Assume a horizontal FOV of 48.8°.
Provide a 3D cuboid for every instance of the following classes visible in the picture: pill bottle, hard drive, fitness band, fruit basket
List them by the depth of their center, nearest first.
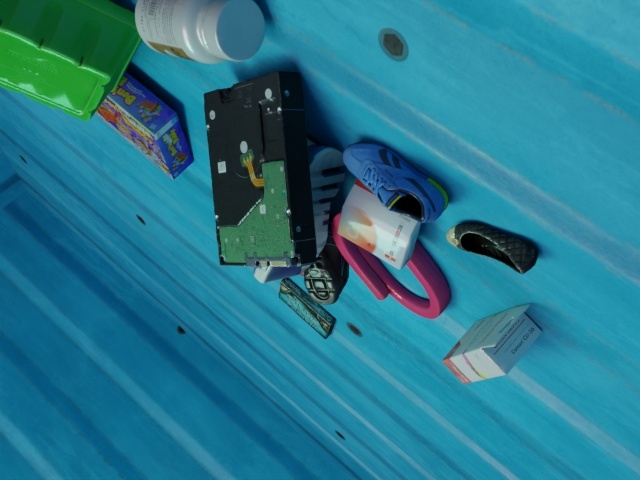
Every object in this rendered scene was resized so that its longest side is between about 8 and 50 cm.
[{"bbox_3d":[-0.205,-0.373,1.211,0.229,0.131,0.131,24,148,41],"label":"pill bottle"},{"bbox_3d":[-0.114,-0.121,1.303,0.237,0.064,0.339,-2,93,48],"label":"hard drive"},{"bbox_3d":[0.141,0.042,1.413,0.291,0.054,0.209,50,154,-13],"label":"fitness band"},{"bbox_3d":[-0.584,-0.479,1.537,0.392,0.392,0.283,47,136,-3],"label":"fruit basket"}]

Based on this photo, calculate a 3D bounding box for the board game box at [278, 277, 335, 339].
[{"bbox_3d":[-0.040,0.189,1.977,0.186,0.026,0.126,40,157,14],"label":"board game box"}]

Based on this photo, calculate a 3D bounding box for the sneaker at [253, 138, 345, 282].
[{"bbox_3d":[-0.069,-0.086,1.403,0.182,0.127,0.315,45,127,35],"label":"sneaker"}]

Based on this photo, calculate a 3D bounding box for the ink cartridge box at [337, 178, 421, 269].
[{"bbox_3d":[0.109,-0.052,1.252,0.145,0.045,0.179,31,139,23],"label":"ink cartridge box"}]

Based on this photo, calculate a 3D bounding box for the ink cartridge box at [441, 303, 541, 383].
[{"bbox_3d":[0.314,0.188,1.269,0.067,0.115,0.198,46,157,1],"label":"ink cartridge box"}]

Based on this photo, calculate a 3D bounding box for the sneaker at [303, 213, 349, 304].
[{"bbox_3d":[0.000,0.000,1.510,0.101,0.106,0.267,1,110,34],"label":"sneaker"}]

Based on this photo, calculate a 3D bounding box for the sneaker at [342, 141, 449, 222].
[{"bbox_3d":[0.111,-0.097,1.170,0.209,0.082,0.069,35,130,22],"label":"sneaker"}]

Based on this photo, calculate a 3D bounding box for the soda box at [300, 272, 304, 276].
[{"bbox_3d":[-0.053,-0.034,1.565,0.092,0.083,0.263,12,140,52],"label":"soda box"}]

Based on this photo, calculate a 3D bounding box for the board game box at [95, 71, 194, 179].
[{"bbox_3d":[-0.485,-0.331,1.779,0.347,0.078,0.233,39,163,16],"label":"board game box"}]

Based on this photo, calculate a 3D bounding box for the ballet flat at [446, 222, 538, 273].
[{"bbox_3d":[0.269,0.010,1.140,0.173,0.049,0.057,18,144,47],"label":"ballet flat"}]
